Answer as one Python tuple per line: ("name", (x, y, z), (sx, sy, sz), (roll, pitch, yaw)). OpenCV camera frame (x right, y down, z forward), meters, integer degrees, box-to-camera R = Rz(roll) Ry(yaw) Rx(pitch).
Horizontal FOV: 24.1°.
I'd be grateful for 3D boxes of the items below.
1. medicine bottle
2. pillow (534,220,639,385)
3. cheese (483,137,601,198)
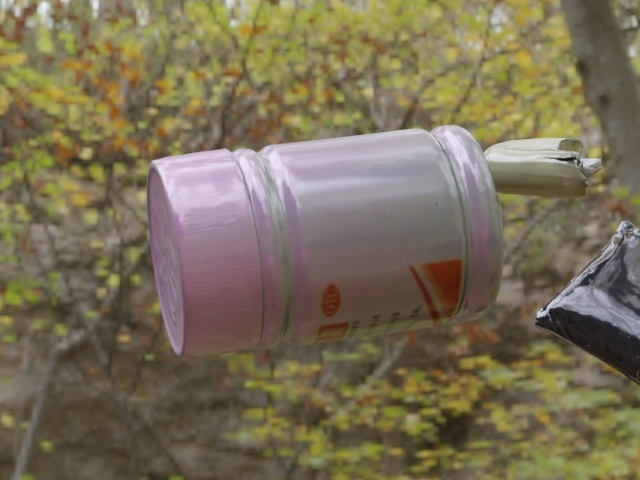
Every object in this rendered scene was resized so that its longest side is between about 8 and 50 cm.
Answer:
("medicine bottle", (0.000, 0.000, 1.470), (0.315, 0.202, 0.202), (-7, -30, -13))
("pillow", (0.302, 0.081, 1.257), (0.208, 0.141, 0.055), (35, -31, 21))
("cheese", (0.186, -0.076, 1.578), (0.235, 0.050, 0.127), (-1, 15, 28))
